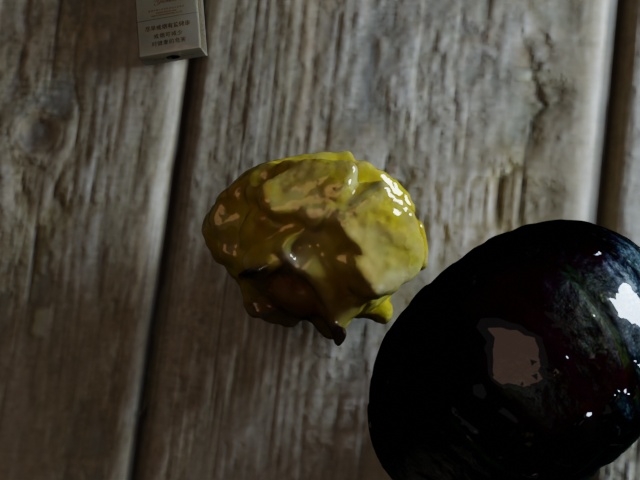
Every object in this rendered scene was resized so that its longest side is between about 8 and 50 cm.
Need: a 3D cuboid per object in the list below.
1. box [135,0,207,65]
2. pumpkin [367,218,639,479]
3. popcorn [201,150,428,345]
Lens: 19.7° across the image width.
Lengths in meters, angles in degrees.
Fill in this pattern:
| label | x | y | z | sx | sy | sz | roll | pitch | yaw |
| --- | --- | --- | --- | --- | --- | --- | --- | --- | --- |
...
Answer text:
| label | x | y | z | sx | sy | sz | roll | pitch | yaw |
| --- | --- | --- | --- | --- | --- | --- | --- | --- | --- |
| box | -0.122 | -0.186 | 1.486 | 0.053 | 0.024 | 0.083 | -7 | 74 | 10 |
| pumpkin | 0.137 | 0.091 | 1.254 | 0.233 | 0.233 | 0.163 | -36 | 73 | 2 |
| popcorn | 0.000 | 0.000 | 1.352 | 0.167 | 0.148 | 0.152 | -4 | 50 | 26 |
